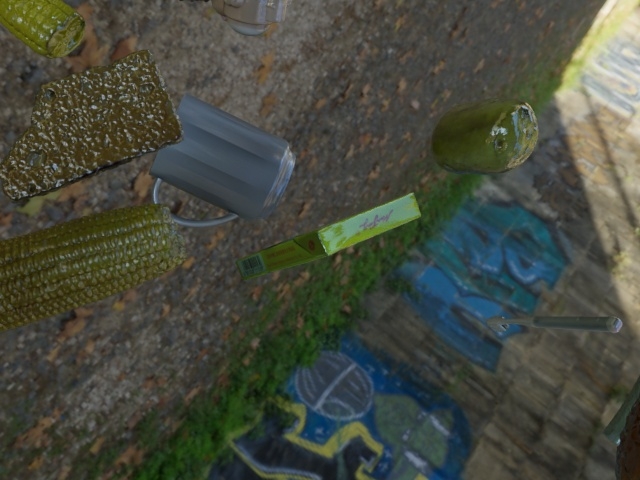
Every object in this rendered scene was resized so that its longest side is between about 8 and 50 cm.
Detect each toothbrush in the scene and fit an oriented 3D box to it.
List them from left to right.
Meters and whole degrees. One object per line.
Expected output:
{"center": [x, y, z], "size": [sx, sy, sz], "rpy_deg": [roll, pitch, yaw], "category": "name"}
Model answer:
{"center": [0.412, 0.153, 1.263], "size": [0.025, 0.030, 0.342], "rpy_deg": [-50, -169, -20], "category": "toothbrush"}

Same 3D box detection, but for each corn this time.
{"center": [-0.363, 0.036, 0.984], "size": [0.344, 0.131, 0.131], "rpy_deg": [-19, 163, -5], "category": "corn"}

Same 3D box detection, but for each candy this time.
{"center": [-0.532, -0.415, 1.254], "size": [0.106, 0.198, 0.094], "rpy_deg": [-54, 174, -14], "category": "candy"}

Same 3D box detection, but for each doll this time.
{"center": [-0.185, -0.442, 1.202], "size": [0.154, 0.277, 0.119], "rpy_deg": [-68, 174, -59], "category": "doll"}

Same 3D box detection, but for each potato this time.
{"center": [0.322, -0.206, 1.378], "size": [0.228, 0.149, 0.197], "rpy_deg": [-7, -143, 45], "category": "potato"}

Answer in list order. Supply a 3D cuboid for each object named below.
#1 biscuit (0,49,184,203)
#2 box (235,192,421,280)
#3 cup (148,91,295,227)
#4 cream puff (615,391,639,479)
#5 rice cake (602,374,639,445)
{"center": [-0.304, -0.147, 0.885], "size": [0.236, 0.131, 0.026], "rpy_deg": [-23, 179, -10], "category": "biscuit"}
{"center": [0.000, 0.000, 1.164], "size": [0.186, 0.047, 0.335], "rpy_deg": [-21, -178, -29], "category": "box"}
{"center": [-0.268, -0.171, 1.801], "size": [0.323, 0.326, 0.237], "rpy_deg": [-65, -165, -3], "category": "cup"}
{"center": [0.352, 0.184, 0.456], "size": [0.303, 0.303, 0.212], "rpy_deg": [-56, 157, 17], "category": "cream puff"}
{"center": [0.479, 0.182, 0.965], "size": [0.245, 0.042, 0.045], "rpy_deg": [-58, -172, 2], "category": "rice cake"}
